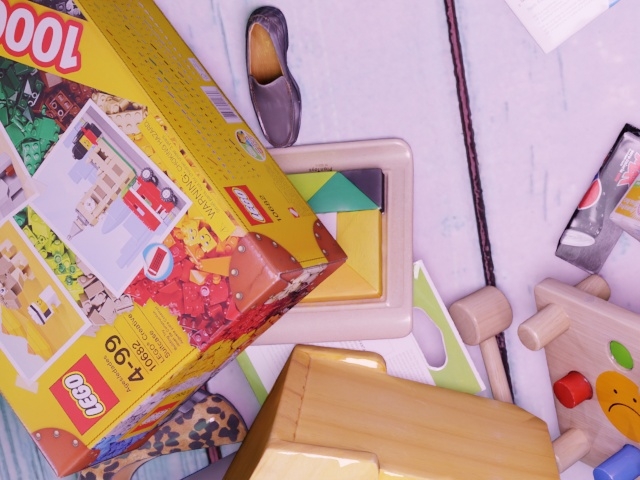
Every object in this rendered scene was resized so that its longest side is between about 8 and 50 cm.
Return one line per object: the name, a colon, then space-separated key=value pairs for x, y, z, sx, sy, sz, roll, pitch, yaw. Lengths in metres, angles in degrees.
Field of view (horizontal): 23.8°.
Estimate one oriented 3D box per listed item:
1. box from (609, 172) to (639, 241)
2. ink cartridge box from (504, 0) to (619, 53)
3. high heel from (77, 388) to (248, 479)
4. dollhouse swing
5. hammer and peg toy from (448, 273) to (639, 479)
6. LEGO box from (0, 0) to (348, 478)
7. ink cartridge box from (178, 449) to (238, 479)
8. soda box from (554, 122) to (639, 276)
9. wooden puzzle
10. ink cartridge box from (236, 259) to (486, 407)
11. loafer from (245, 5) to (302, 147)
box: x=0.424 y=-0.071 z=1.644 sx=0.103 sy=0.114 sz=0.203 roll=35 pitch=92 yaw=-12
ink cartridge box: x=0.243 y=-0.350 z=1.611 sx=0.171 sy=0.168 sz=0.233 roll=-35 pitch=96 yaw=20
high heel: x=-0.209 y=0.302 z=1.966 sx=0.186 sy=0.093 sz=0.261 roll=25 pitch=103 yaw=12
dollhouse swing: x=0.053 y=0.300 z=1.668 sx=0.305 sy=0.347 sz=0.315 roll=27 pitch=103 yaw=-4
hammer and peg toy: x=0.321 y=0.173 z=1.746 sx=0.361 sy=0.127 sz=0.266 roll=25 pitch=138 yaw=49
LEGO box: x=-0.274 y=-0.049 z=1.751 sx=0.372 sy=0.193 sz=0.500 roll=-42 pitch=77 yaw=21
ink cartridge box: x=-0.084 y=0.441 z=1.964 sx=0.223 sy=0.129 sz=0.307 roll=-29 pitch=98 yaw=18
soda box: x=0.334 y=-0.046 z=1.749 sx=0.060 sy=0.053 sz=0.169 roll=28 pitch=111 yaw=4
wooden puzzle: x=0.000 y=0.000 z=1.797 sx=0.220 sy=0.044 sz=0.239 roll=-4 pitch=75 yaw=14
ink cartridge box: x=0.048 y=0.147 z=1.860 sx=0.255 sy=0.097 sz=0.189 roll=-26 pitch=100 yaw=8
loafer: x=-0.062 y=-0.188 z=1.794 sx=0.062 sy=0.061 sz=0.170 roll=-7 pitch=105 yaw=16
